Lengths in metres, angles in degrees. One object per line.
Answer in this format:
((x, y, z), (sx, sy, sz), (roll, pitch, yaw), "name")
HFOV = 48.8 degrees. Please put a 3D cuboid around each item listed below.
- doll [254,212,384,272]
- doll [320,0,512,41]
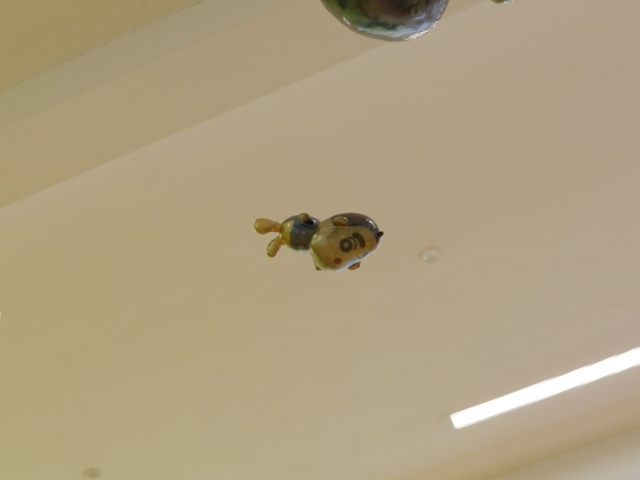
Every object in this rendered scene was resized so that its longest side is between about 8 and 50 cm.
((0.000, 0.000, 0.958), (0.179, 0.089, 0.102), (-6, -50, 20), "doll")
((0.101, -0.320, 0.738), (0.228, 0.154, 0.258), (56, -37, -6), "doll")
